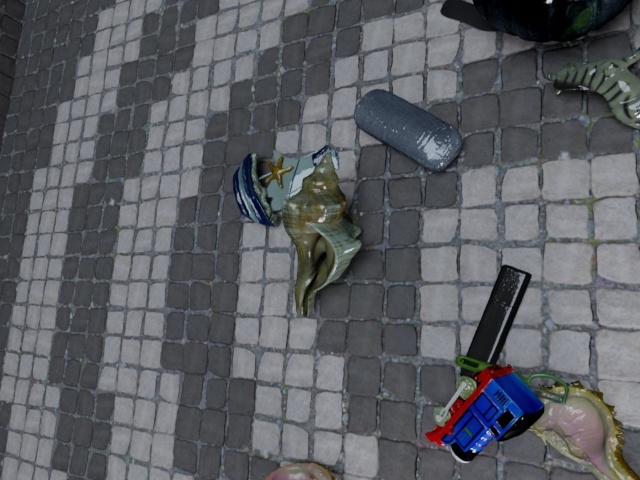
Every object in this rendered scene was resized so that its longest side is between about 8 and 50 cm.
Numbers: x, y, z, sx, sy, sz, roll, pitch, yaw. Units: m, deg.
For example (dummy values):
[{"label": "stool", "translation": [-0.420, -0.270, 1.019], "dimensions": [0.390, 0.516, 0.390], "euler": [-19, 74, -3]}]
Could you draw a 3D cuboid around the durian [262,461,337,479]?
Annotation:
[{"label": "durian", "translation": [-0.032, 0.557, 1.075], "dimensions": [0.182, 0.132, 0.165], "euler": [-31, 55, 32]}]

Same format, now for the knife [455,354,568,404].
[{"label": "knife", "translation": [0.354, 0.246, 0.945], "dimensions": [0.212, 0.015, 0.054], "euler": [10, 65, 41]}]

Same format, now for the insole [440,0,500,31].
[{"label": "insole", "translation": [0.357, -0.513, 1.147], "dimensions": [0.188, 0.004, 0.064], "euler": [32, 95, 30]}]

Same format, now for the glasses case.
[{"label": "glasses case", "translation": [0.192, -0.257, 1.151], "dimensions": [0.282, 0.067, 0.109], "euler": [38, 96, 31]}]

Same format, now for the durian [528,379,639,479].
[{"label": "durian", "translation": [0.461, 0.340, 0.862], "dimensions": [0.140, 0.078, 0.224], "euler": [-43, 43, 4]}]

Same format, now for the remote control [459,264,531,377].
[{"label": "remote control", "translation": [0.346, 0.168, 1.004], "dimensions": [0.063, 0.025, 0.245], "euler": [21, 90, 36]}]

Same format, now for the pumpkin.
[{"label": "pumpkin", "translation": [0.456, -0.565, 0.954], "dimensions": [0.363, 0.266, 0.364], "euler": [-8, 72, 25]}]

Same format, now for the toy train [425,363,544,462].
[{"label": "toy train", "translation": [0.293, 0.323, 0.924], "dimensions": [0.131, 0.082, 0.204], "euler": [51, 126, 35]}]

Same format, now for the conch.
[{"label": "conch", "translation": [0.011, -0.005, 1.161], "dimensions": [0.203, 0.169, 0.386], "euler": [26, 129, 52]}]

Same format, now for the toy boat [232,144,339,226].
[{"label": "toy boat", "translation": [-0.083, -0.161, 1.304], "dimensions": [0.291, 0.067, 0.221], "euler": [-20, 71, 12]}]

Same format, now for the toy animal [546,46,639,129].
[{"label": "toy animal", "translation": [0.560, -0.288, 0.954], "dimensions": [0.176, 0.073, 0.217], "euler": [-34, 70, 25]}]
